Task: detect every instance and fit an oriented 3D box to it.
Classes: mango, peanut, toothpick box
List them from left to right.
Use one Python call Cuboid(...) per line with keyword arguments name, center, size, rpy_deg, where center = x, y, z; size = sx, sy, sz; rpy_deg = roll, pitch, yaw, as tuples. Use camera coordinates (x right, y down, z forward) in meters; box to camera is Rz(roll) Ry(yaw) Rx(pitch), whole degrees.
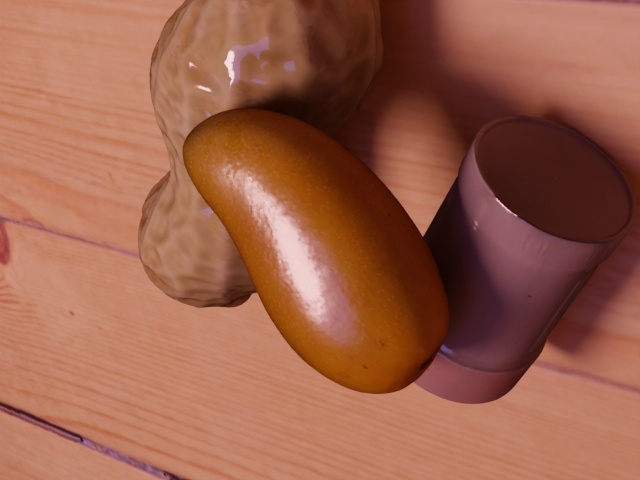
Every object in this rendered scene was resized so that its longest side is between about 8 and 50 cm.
Cuboid(name="peanut", center=(-0.052, -0.061, 0.740), size=(0.136, 0.120, 0.298), rpy_deg=(33, 134, 15))
Cuboid(name="mango", center=(0.000, 0.000, 0.630), size=(0.102, 0.085, 0.184), rpy_deg=(-40, 83, 38))
Cuboid(name="toothpick box", center=(0.104, 0.014, 0.668), size=(0.098, 0.098, 0.149), rpy_deg=(40, 136, 15))
